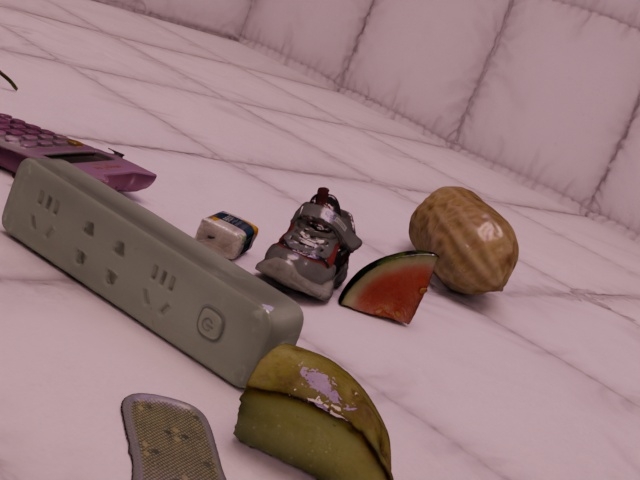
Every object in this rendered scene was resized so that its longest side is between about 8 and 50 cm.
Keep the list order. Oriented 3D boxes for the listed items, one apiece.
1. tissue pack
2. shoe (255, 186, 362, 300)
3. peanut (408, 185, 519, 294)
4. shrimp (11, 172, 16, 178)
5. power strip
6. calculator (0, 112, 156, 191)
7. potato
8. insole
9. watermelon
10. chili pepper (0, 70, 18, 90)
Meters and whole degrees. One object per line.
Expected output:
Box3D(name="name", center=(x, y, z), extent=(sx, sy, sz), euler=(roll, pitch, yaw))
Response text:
Box3D(name="tissue pack", center=(-0.120, -0.008, 1.477), extent=(0.062, 0.042, 0.083), euler=(26, 14, 7))
Box3D(name="shoe", center=(0.000, 0.000, 1.467), extent=(0.099, 0.125, 0.227), euler=(27, 12, 9))
Box3D(name="peanut", center=(0.223, -0.004, 1.821), extent=(0.153, 0.140, 0.325), euler=(38, 5, -13))
Box3D(name="shrimp", center=(-0.273, -0.039, 1.309), extent=(0.262, 0.066, 0.117), euler=(26, 13, 23))
Box3D(name="power strip", center=(-0.169, 0.030, 1.144), extent=(0.385, 0.091, 0.062), euler=(30, 16, 28))
Box3D(name="calculator", center=(-0.378, -0.118, 1.517), extent=(0.294, 0.043, 0.194), euler=(22, 14, 15))
Box3D(name="potato", center=(0.018, 0.138, 0.971), extent=(0.149, 0.081, 0.120), euler=(25, 37, 10))
Box3D(name="insole", center=(-0.092, 0.188, 0.830), extent=(0.109, 0.007, 0.322), euler=(18, 15, -21))
Box3D(name="watermelon", center=(0.100, 0.062, 1.476), extent=(0.125, 0.135, 0.094), euler=(5, 58, -60))
Box3D(name="chili pepper", center=(-0.587, -0.315, 1.866), extent=(0.204, 0.072, 0.073), euler=(20, 0, 2))
